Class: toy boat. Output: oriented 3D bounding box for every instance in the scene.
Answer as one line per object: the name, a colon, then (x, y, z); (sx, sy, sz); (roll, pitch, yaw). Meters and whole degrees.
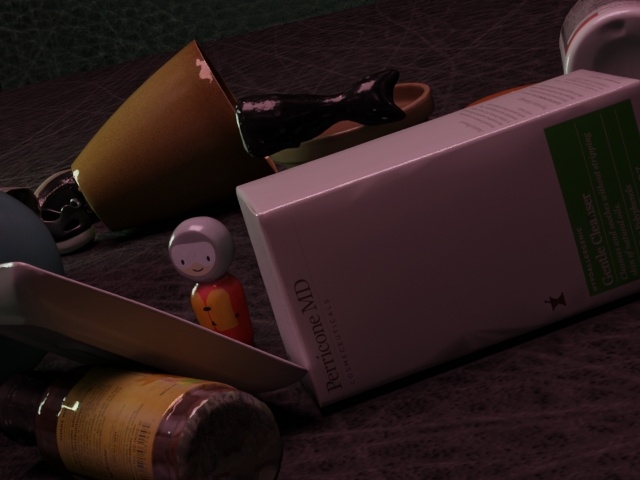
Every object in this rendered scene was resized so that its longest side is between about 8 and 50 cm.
toy boat: (0.000, 0.000, 1.558); (0.318, 0.148, 0.267); (-23, 17, -20)

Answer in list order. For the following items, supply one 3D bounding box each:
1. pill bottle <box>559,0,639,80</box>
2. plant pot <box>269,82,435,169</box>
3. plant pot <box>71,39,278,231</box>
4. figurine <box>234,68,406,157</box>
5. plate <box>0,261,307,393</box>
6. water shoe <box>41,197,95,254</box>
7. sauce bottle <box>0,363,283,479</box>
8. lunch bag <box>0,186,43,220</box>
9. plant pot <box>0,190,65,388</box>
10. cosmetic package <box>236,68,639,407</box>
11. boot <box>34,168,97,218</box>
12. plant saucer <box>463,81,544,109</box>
pill bottle: (0.399, -0.251, 1.958); (0.161, 0.161, 0.283); (-14, 16, 12)
plant pot: (0.049, -0.125, 2.004); (0.237, 0.109, 0.237); (-16, 15, 4)
plant pot: (-0.227, -0.128, 2.162); (0.254, 0.237, 0.237); (-31, 16, 1)
figurine: (0.018, -0.097, 1.826); (0.209, 0.214, 0.092); (-14, -17, 4)
plate: (-0.189, 0.090, 1.338); (0.278, 0.045, 0.277); (23, -14, -24)
water shoe: (-0.431, -0.013, 2.201); (0.203, 0.080, 0.073); (-13, 16, 17)
sauce bottle: (-0.173, 0.161, 1.266); (0.111, 0.111, 0.344); (-29, 21, -35)
lunch bag: (-0.540, 0.026, 2.029); (0.235, 0.169, 0.287); (-7, 23, 33)
plant pot: (-0.421, 0.059, 1.597); (0.293, 0.293, 0.235); (-3, 7, 43)
cosmetic package: (0.126, -0.009, 1.365); (0.366, 0.197, 0.155); (-21, 14, -8)
boot: (-0.324, -0.079, 2.305); (0.179, 0.085, 0.236); (-1, 22, 39)
plant saucer: (0.276, -0.182, 2.088); (0.200, 0.037, 0.200); (-17, 16, 5)
